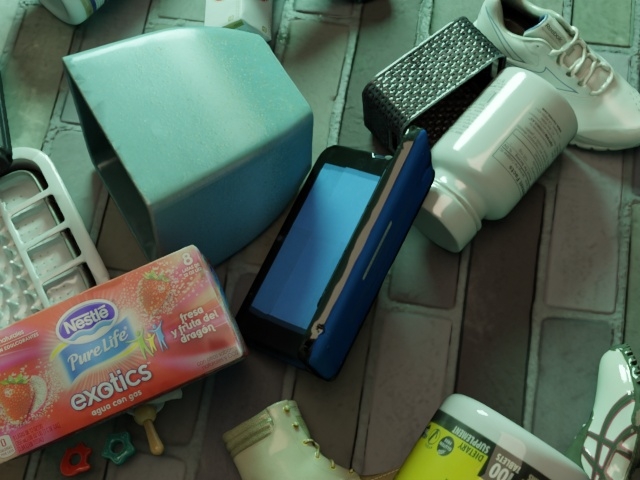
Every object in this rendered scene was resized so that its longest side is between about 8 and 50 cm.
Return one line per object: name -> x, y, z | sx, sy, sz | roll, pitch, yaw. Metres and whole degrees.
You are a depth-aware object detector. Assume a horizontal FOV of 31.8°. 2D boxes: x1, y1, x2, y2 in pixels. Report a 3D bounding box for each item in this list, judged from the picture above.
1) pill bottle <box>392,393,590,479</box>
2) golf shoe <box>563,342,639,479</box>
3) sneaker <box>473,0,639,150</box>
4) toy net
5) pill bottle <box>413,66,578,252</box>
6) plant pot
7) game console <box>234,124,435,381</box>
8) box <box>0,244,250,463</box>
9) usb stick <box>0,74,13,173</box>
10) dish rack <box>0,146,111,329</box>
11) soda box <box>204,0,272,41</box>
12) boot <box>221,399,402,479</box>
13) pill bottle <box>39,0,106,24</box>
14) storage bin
pill bottle -> 0.132, 0.350, 1.216 | 0.188, 0.188, 0.334 | 31, 84, 16
golf shoe -> 0.325, 0.248, 1.306 | 0.120, 0.105, 0.273 | 1, 66, 13
sneaker -> 0.319, -0.228, 1.495 | 0.297, 0.129, 0.111 | 37, 73, 17
toy net -> -0.242, 0.246, 1.386 | 0.122, 0.045, 0.232 | 11, 66, 16
pill bottle -> 0.213, -0.101, 1.446 | 0.131, 0.131, 0.229 | 38, 78, 18
plant pot -> -0.148, -0.126, 1.437 | 0.252, 0.248, 0.247 | -27, 67, -14
game console -> 0.000, 0.000, 1.337 | 0.173, 0.250, 0.293 | 24, 80, 14
box -> -0.247, 0.132, 1.313 | 0.300, 0.154, 0.142 | -24, 84, -2
usb stick -> -0.472, -0.185, 1.544 | 0.077, 0.045, 0.278 | -20, 48, -3
dish rack -> -0.455, 0.059, 1.467 | 0.333, 0.072, 0.285 | -28, 68, -7
soda box -> -0.114, -0.381, 1.615 | 0.074, 0.069, 0.216 | -16, 62, 34
boot -> 0.001, 0.262, 1.341 | 0.213, 0.077, 0.165 | -21, 64, -4
pill bottle -> -0.312, -0.451, 1.631 | 0.153, 0.153, 0.264 | 40, 75, 19
storage bin -> 0.151, -0.198, 1.499 | 0.180, 0.122, 0.084 | -36, 69, -10
